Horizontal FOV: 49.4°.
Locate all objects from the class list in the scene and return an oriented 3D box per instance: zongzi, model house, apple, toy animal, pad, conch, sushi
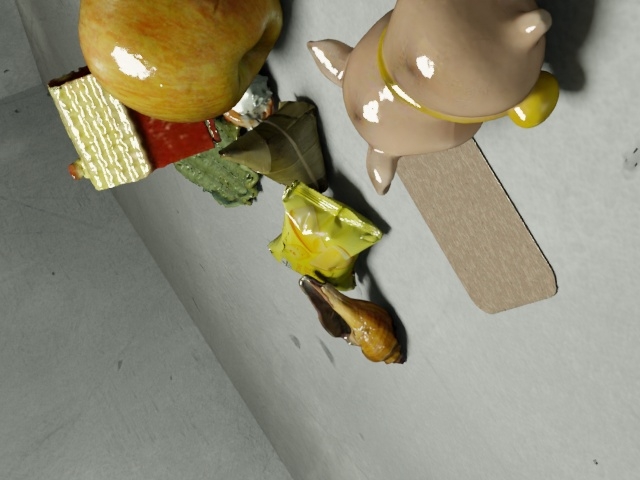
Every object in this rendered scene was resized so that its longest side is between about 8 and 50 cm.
[{"bbox_3d":[-0.063,-0.102,1.021,0.078,0.176,0.160,10,131,39],"label":"zongzi"},{"bbox_3d":[-0.324,-0.212,1.171,0.160,0.254,0.196,32,146,57],"label":"model house"},{"bbox_3d":[-0.180,-0.288,0.939,0.264,0.264,0.264,48,154,32],"label":"apple"},{"bbox_3d":[0.110,-0.157,0.617,0.248,0.149,0.165,-29,77,60],"label":"toy animal"},{"bbox_3d":[0.164,-0.038,0.813,0.266,0.002,0.176,60,159,5],"label":"pad"},{"bbox_3d":[0.057,0.125,1.108,0.232,0.080,0.086,39,130,-7],"label":"conch"},{"bbox_3d":[-0.146,-0.263,1.113,0.226,0.097,0.103,55,158,18],"label":"sushi"}]

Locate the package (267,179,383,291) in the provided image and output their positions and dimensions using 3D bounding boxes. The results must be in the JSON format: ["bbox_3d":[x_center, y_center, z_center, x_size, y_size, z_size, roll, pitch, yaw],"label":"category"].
[{"bbox_3d":[0.000,0.000,1.074,0.168,0.090,0.226,27,149,5],"label":"package"}]

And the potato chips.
[{"bbox_3d":[-0.260,-0.243,1.426,0.429,0.070,0.359,37,146,44],"label":"potato chips"}]
